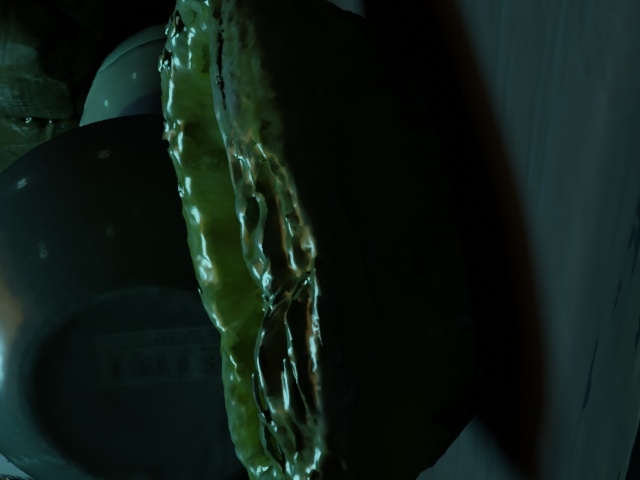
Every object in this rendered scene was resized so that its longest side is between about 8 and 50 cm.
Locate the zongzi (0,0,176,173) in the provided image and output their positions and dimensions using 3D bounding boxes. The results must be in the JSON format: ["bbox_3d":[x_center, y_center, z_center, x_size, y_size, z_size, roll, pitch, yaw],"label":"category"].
[{"bbox_3d":[-0.192,-0.070,0.900,0.300,0.145,0.274,-60,1,16],"label":"zongzi"}]

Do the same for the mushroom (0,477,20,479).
[{"bbox_3d":[-0.109,0.152,0.992,0.331,0.356,0.334,-54,38,30],"label":"mushroom"}]

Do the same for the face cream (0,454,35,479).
[{"bbox_3d":[-0.139,0.081,0.805,0.092,0.311,0.092,5,-90,-74],"label":"face cream"}]

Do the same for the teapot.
[{"bbox_3d":[-0.068,-0.005,0.702,0.251,0.183,0.184,-93,-5,-59],"label":"teapot"}]

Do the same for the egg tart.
[{"bbox_3d":[0.000,0.000,0.480,0.197,0.078,0.197,167,90,-81],"label":"egg tart"}]
